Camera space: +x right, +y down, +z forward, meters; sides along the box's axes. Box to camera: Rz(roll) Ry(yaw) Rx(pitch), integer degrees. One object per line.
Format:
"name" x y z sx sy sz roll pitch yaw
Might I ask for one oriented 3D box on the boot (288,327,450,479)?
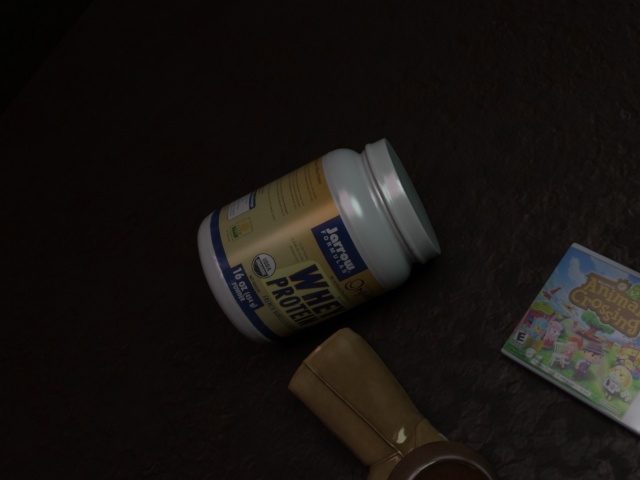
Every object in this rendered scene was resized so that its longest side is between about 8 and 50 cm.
"boot" 0.043 0.288 1.069 0.236 0.089 0.269 -39 54 -13

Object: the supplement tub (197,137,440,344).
"supplement tub" 0.000 0.000 1.149 0.316 0.228 0.228 -26 56 13

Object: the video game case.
"video game case" 0.384 0.126 1.017 0.212 0.023 0.193 31 81 35

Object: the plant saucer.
"plant saucer" 0.160 0.340 0.951 0.168 0.029 0.168 1 83 -12
